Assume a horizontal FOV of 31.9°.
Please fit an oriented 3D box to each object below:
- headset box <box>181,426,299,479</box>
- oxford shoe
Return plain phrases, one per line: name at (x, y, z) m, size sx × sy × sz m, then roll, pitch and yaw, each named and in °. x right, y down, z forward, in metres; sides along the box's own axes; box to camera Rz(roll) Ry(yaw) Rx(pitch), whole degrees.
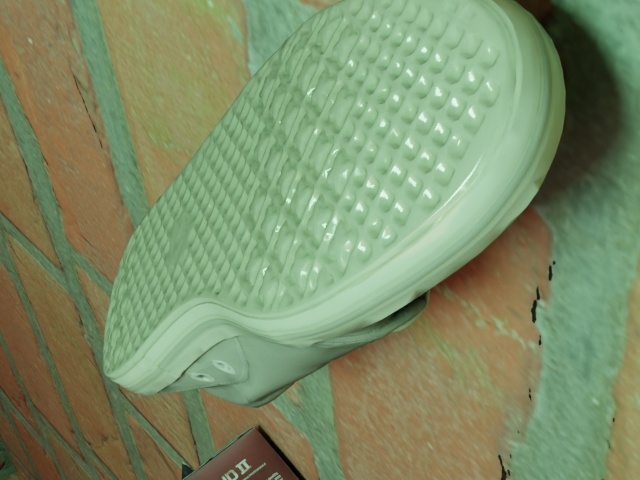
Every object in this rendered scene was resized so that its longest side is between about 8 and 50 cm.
headset box at (-0.039, 0.333, 1.089) m, size 0.293 × 0.110 × 0.218 m, roll 47°, pitch 154°, yaw 18°
oxford shoe at (0.000, 0.000, 0.613) m, size 0.130 × 0.169 × 0.449 m, roll 17°, pitch 155°, yaw -21°
